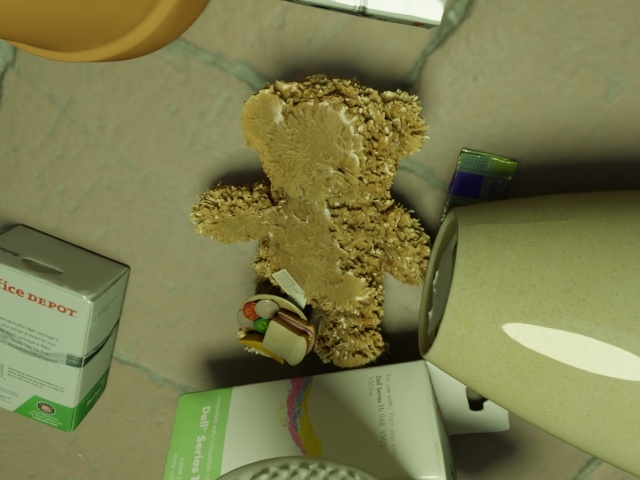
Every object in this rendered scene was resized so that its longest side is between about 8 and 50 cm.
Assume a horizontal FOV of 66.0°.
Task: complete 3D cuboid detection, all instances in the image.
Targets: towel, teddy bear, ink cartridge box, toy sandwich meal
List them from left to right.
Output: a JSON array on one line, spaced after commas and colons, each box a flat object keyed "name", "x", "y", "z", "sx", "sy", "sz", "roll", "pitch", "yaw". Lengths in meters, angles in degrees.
[{"name": "ink cartridge box", "x": -0.333, "y": 0.107, "z": 0.594, "sx": 0.152, "sy": 0.087, "sz": 0.209, "roll": 22, "pitch": 115, "yaw": -1}, {"name": "toy sandwich meal", "x": -0.046, "y": 0.091, "z": 0.489, "sx": 0.085, "sy": 0.029, "sz": 0.086, "roll": 9, "pitch": 124, "yaw": 13}, {"name": "teddy bear", "x": 0.000, "y": 0.000, "z": 0.502, "sx": 0.244, "sy": 0.113, "sz": 0.338, "roll": -5, "pitch": 120, "yaw": 18}, {"name": "ink cartridge box", "x": 0.037, "y": 0.243, "z": 0.543, "sx": 0.353, "sy": 0.119, "sz": 0.207, "roll": -12, "pitch": 135, "yaw": 13}, {"name": "ink cartridge box", "x": 0.028, "y": -0.214, "z": 0.392, "sx": 0.150, "sy": 0.109, "sz": 0.063, "roll": 13, "pitch": 113, "yaw": 3}, {"name": "towel", "x": 0.159, "y": -0.046, "z": 0.497, "sx": 0.060, "sy": 0.009, "sz": 0.083, "roll": 13, "pitch": 114, "yaw": 4}]

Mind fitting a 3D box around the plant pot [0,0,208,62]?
[{"name": "plant pot", "x": -0.233, "y": -0.270, "z": 0.348, "sx": 0.290, "sy": 0.203, "sz": 0.291, "roll": 5, "pitch": 116, "yaw": 10}]

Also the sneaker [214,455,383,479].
[{"name": "sneaker", "x": 0.041, "y": 0.286, "z": 0.404, "sx": 0.365, "sy": 0.135, "sz": 0.150, "roll": 25, "pitch": 127, "yaw": -21}]

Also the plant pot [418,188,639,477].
[{"name": "plant pot", "x": 0.228, "y": 0.062, "z": 0.396, "sx": 0.273, "sy": 0.256, "sz": 0.257, "roll": 12, "pitch": 114, "yaw": 3}]
